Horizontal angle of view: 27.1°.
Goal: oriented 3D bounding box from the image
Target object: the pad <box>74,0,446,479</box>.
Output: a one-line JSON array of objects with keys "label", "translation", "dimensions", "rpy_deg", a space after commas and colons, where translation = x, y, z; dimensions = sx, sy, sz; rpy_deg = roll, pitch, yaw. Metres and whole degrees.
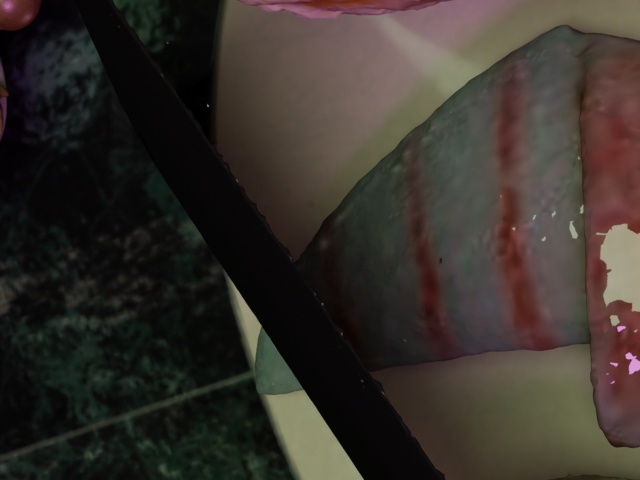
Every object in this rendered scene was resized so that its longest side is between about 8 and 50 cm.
[{"label": "pad", "translation": [-0.001, 0.000, 0.562], "dimensions": [0.063, 0.315, 0.375], "rpy_deg": [-32, 67, -8]}]

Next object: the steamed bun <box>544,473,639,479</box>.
[{"label": "steamed bun", "translation": [0.141, 0.171, 0.635], "dimensions": [0.130, 0.091, 0.112], "rpy_deg": [6, 95, 42]}]

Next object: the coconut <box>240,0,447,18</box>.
[{"label": "coconut", "translation": [0.015, -0.256, 0.491], "dimensions": [0.415, 0.415, 0.344], "rpy_deg": [-20, 88, 20]}]

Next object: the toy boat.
[{"label": "toy boat", "translation": [0.078, 0.010, 0.669], "dimensions": [0.282, 0.096, 0.206], "rpy_deg": [-14, 82, 33]}]

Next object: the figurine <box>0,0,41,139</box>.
[{"label": "figurine", "translation": [-0.268, -0.139, 0.758], "dimensions": [0.194, 0.133, 0.274], "rpy_deg": [-31, 76, -4]}]
